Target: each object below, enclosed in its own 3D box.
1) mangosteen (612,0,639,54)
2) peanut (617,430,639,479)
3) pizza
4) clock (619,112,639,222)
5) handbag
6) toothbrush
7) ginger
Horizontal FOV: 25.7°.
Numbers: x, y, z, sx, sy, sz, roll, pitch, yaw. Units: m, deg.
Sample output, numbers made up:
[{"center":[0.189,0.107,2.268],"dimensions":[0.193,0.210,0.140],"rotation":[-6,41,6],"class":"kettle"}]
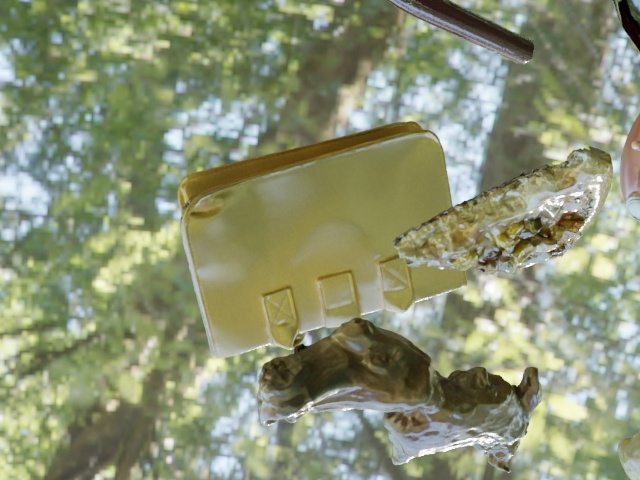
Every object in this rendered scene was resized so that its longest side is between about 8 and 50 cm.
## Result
[{"center":[0.427,-0.236,1.054],"dimensions":[0.381,0.381,0.421],"rotation":[-6,-155,-24],"class":"mangosteen"},{"center":[0.530,0.294,1.954],"dimensions":[0.123,0.123,0.257],"rotation":[-25,178,-45],"class":"peanut"},{"center":[0.157,-0.008,1.204],"dimensions":[0.195,0.185,0.052],"rotation":[-15,-117,-15],"class":"pizza"},{"center":[0.519,-0.115,2.036],"dimensions":[0.142,0.227,0.241],"rotation":[16,-129,46],"class":"clock"},{"center":[0.000,0.000,2.044],"dimensions":[0.401,0.283,0.133],"rotation":[-16,-162,-11],"class":"handbag"},{"center":[0.133,-0.294,1.757],"dimensions":[0.364,0.041,0.041],"rotation":[18,-161,-34],"class":"toothbrush"},{"center":[0.070,0.141,1.264],"dimensions":[0.290,0.122,0.084],"rotation":[15,-154,-26],"class":"ginger"}]
